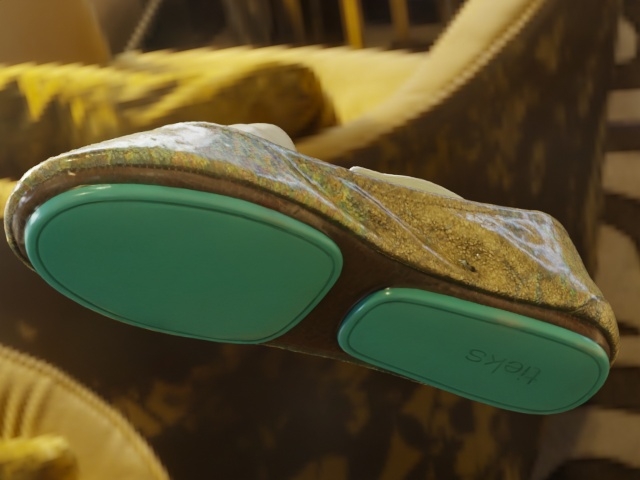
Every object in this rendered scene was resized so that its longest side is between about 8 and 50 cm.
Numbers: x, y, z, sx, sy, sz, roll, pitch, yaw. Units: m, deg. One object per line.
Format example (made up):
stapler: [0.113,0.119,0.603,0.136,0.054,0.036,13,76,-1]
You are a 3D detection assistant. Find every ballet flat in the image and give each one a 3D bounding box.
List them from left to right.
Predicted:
ballet flat: [0.000,0.000,0.906,0.349,0.123,0.123,17,22,-29]
